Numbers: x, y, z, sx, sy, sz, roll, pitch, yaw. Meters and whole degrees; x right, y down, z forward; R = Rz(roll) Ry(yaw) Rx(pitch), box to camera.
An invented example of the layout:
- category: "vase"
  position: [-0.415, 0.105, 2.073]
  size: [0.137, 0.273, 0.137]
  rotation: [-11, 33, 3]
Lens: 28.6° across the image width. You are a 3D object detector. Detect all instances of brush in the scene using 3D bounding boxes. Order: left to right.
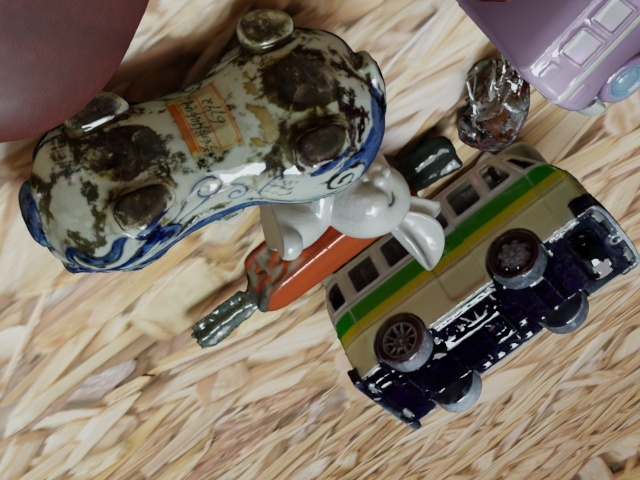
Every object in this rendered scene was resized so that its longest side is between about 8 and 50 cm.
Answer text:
- category: "brush"
  position: [0.000, -0.001, 1.244]
  size: [0.323, 0.051, 0.070]
  rotation: [-37, 160, 3]

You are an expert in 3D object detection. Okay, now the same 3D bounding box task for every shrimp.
- category: "shrimp"
  position: [0.165, -0.138, 1.177]
  size: [0.056, 0.065, 0.165]
  rotation: [-55, 161, -33]

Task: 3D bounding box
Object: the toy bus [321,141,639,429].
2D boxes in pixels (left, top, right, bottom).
- category: "toy bus"
  position: [0.160, 0.037, 1.327]
  size: [0.305, 0.179, 0.143]
  rotation: [-38, 137, 11]

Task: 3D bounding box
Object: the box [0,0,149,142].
- category: "box"
  position: [-0.244, -0.167, 0.571]
  size: [0.404, 0.108, 0.263]
  rotation: [0, 116, -47]

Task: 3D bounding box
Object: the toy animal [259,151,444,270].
- category: "toy animal"
  position: [0.036, -0.041, 1.143]
  size: [0.182, 0.131, 0.127]
  rotation: [-6, 155, -13]

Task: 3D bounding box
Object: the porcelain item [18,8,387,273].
- category: "porcelain item"
  position: [-0.085, -0.056, 0.967]
  size: [0.288, 0.138, 0.186]
  rotation: [-25, 163, -12]

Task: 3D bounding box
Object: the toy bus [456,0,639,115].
- category: "toy bus"
  position: [0.223, -0.214, 0.996]
  size: [0.142, 0.142, 0.202]
  rotation: [17, 122, -48]
